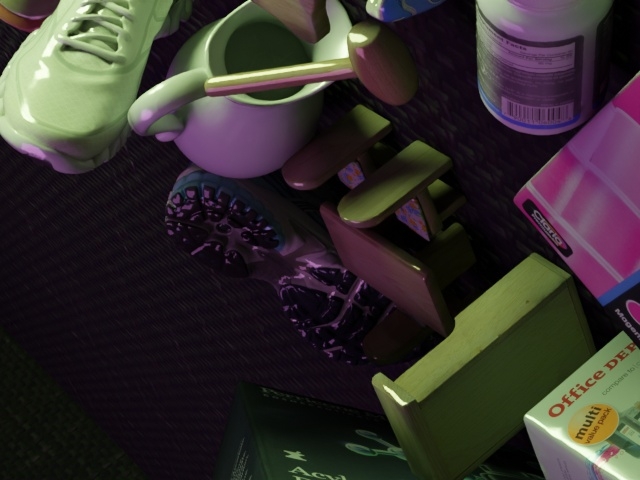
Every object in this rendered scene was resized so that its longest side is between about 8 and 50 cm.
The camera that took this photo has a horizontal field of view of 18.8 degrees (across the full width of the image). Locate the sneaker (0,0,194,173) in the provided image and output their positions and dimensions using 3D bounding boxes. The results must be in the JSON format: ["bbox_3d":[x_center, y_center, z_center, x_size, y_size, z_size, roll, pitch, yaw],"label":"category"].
[{"bbox_3d":[-0.164,-0.168,1.475,0.110,0.292,0.118,23,135,-4],"label":"sneaker"}]

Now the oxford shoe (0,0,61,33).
[{"bbox_3d":[-0.295,-0.322,1.725,0.397,0.140,0.146,59,-166,20],"label":"oxford shoe"}]

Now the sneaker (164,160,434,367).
[{"bbox_3d":[0.000,0.000,1.693,0.283,0.122,0.110,39,133,-23],"label":"sneaker"}]

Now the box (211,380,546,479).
[{"bbox_3d":[0.063,0.282,1.498,0.294,0.212,0.395,14,-173,-9],"label":"box"}]

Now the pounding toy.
[{"bbox_3d":[-0.048,-0.196,1.270,0.269,0.155,0.154,40,164,36],"label":"pounding toy"}]

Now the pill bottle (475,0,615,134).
[{"bbox_3d":[0.126,-0.127,1.085,0.078,0.078,0.137,44,162,26],"label":"pill bottle"}]

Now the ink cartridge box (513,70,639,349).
[{"bbox_3d":[0.229,-0.021,1.067,0.176,0.069,0.371,51,162,5],"label":"ink cartridge box"}]

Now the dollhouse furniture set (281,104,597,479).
[{"bbox_3d":[0.066,0.057,1.490,0.242,0.161,0.212,35,157,45],"label":"dollhouse furniture set"}]

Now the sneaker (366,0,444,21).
[{"bbox_3d":[0.019,-0.227,1.157,0.211,0.081,0.080,55,165,-5],"label":"sneaker"}]

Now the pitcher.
[{"bbox_3d":[-0.076,-0.111,1.492,0.125,0.178,0.207,65,164,5],"label":"pitcher"}]

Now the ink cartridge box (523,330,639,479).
[{"bbox_3d":[0.245,0.155,1.269,0.176,0.128,0.127,32,155,48],"label":"ink cartridge box"}]
